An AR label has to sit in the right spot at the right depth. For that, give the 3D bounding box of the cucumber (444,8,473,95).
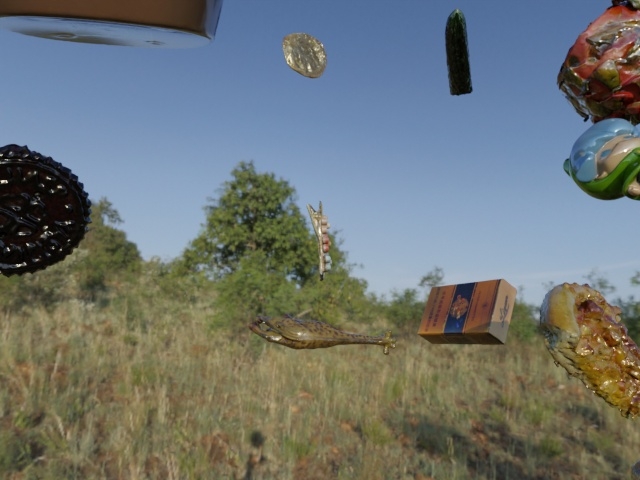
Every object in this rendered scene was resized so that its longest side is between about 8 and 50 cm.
[{"bbox_3d":[0.315,-0.421,1.085,0.052,0.058,0.214,36,-17,37],"label":"cucumber"}]

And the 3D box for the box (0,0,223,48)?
[{"bbox_3d":[-0.219,-0.318,0.478,0.301,0.216,0.301,2,14,0],"label":"box"}]

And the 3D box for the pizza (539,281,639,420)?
[{"bbox_3d":[0.457,0.168,0.772,0.086,0.226,0.335,-41,-29,30],"label":"pizza"}]

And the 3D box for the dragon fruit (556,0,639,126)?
[{"bbox_3d":[0.816,-0.428,1.236,0.296,0.263,0.314,-48,-30,20],"label":"dragon fruit"}]

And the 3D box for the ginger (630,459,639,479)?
[{"bbox_3d":[0.483,0.301,0.562,0.081,0.334,0.148,47,14,-18],"label":"ginger"}]

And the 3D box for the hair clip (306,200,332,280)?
[{"bbox_3d":[0.007,-0.001,1.265,0.056,0.214,0.062,-9,-9,-8],"label":"hair clip"}]

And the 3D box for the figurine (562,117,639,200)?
[{"bbox_3d":[0.582,-0.141,0.901,0.143,0.162,0.263,49,6,-24],"label":"figurine"}]

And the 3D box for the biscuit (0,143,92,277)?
[{"bbox_3d":[-0.420,-0.036,0.656,0.194,0.194,0.053,14,13,-40],"label":"biscuit"}]

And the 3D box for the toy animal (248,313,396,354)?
[{"bbox_3d":[0.003,0.177,0.896,0.275,0.054,0.149,6,-3,10],"label":"toy animal"}]

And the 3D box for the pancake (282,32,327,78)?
[{"bbox_3d":[-0.047,-0.544,1.395,0.151,0.151,0.025,11,-16,-30],"label":"pancake"}]

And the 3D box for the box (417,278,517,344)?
[{"bbox_3d":[0.375,0.188,1.237,0.070,0.152,0.237,37,-29,-25],"label":"box"}]
